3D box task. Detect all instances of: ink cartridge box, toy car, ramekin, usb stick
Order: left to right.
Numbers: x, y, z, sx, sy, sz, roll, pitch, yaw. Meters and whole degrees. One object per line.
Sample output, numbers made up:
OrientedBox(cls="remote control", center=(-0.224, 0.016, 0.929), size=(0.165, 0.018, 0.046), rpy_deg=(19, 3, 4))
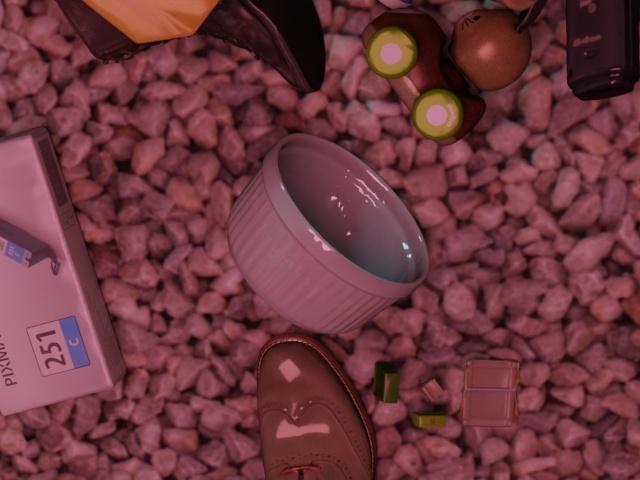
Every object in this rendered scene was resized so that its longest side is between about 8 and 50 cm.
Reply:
OrientedBox(cls="ink cartridge box", center=(-0.384, 0.050, 2.061), size=(0.261, 0.066, 0.296), rpy_deg=(-15, 100, 13))
OrientedBox(cls="ramekin", center=(0.000, 0.000, 1.904), size=(0.207, 0.207, 0.109), rpy_deg=(45, 116, -1))
OrientedBox(cls="toy car", center=(0.151, -0.201, 1.854), size=(0.188, 0.155, 0.149), rpy_deg=(-36, 94, 7))
OrientedBox(cls="usb stick", center=(0.271, -0.272, 1.795), size=(0.077, 0.045, 0.278), rpy_deg=(-10, 71, 34))

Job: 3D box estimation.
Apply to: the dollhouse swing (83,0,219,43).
OrientedBox(cls="dollhouse swing", center=(-0.192, -0.411, 1.830), size=(0.305, 0.315, 0.347), rpy_deg=(34, 103, -20))

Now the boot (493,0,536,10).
OrientedBox(cls="boot", center=(0.221, -0.345, 1.769), size=(0.090, 0.207, 0.248), rpy_deg=(31, 108, -22))

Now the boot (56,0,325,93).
OrientedBox(cls="boot", center=(-0.142, -0.231, 1.933), size=(0.229, 0.091, 0.263), rpy_deg=(-19, 124, 32))

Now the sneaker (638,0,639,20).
OrientedBox(cls="sneaker", center=(0.370, -0.204, 1.835), size=(0.227, 0.087, 0.130), rpy_deg=(3, 97, 5))

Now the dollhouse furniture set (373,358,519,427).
OrientedBox(cls="dollhouse furniture set", center=(0.136, 0.161, 2.004), size=(0.151, 0.058, 0.076), rpy_deg=(2, 97, -9))

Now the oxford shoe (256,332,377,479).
OrientedBox(cls="oxford shoe", center=(0.000, 0.273, 2.001), size=(0.123, 0.130, 0.348), rpy_deg=(-12, 100, 14))

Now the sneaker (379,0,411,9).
OrientedBox(cls="sneaker", center=(0.064, -0.313, 1.886), size=(0.084, 0.058, 0.152), rpy_deg=(-36, 88, 25))
